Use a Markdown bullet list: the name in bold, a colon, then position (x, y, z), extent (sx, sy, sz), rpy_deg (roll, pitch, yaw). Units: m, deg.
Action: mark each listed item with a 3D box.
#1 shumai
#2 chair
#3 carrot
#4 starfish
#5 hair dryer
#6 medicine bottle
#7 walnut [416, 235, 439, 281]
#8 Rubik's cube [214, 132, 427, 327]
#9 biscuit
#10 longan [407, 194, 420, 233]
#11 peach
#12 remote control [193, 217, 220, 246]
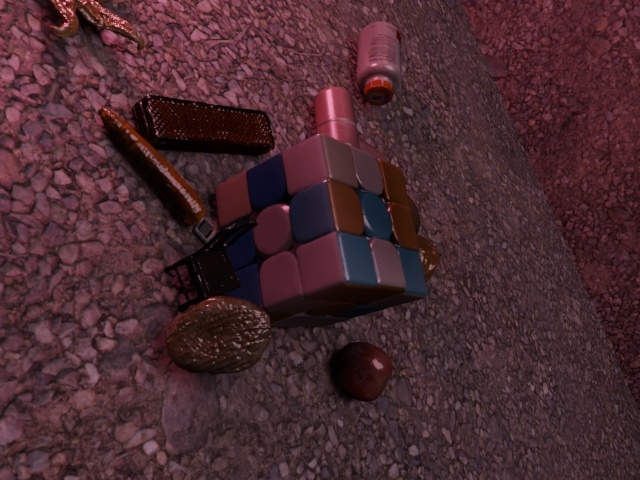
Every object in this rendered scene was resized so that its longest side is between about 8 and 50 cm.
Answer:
- **shumai**: position (-0.209, 0.199, 1.253), extent (0.209, 0.153, 0.161), rpy_deg (-17, 83, -13)
- **chair**: position (-0.211, 0.053, 1.266), extent (0.106, 0.229, 0.113), rpy_deg (-20, 85, -51)
- **carrot**: position (-0.368, -0.164, 1.329), extent (0.314, 0.066, 0.066), rpy_deg (51, 41, -15)
- **starfish**: position (-0.522, -0.558, 1.312), extent (0.327, 0.094, 0.375), rpy_deg (35, 41, -47)
- **hair dryer**: position (0.110, -0.318, 1.928), extent (0.352, 0.125, 0.210), rpy_deg (25, 53, -52)
- **medicine bottle**: position (0.205, -0.613, 2.127), extent (0.157, 0.157, 0.288), rpy_deg (29, 52, -38)
- **walnut**: position (0.303, 0.062, 1.923), extent (0.166, 0.149, 0.166), rpy_deg (-6, 90, -75)
- **Rubik's cube**: position (0.000, 0.000, 1.427), extent (0.344, 0.347, 0.346), rpy_deg (15, 59, -51)
- **biscuit**: position (-0.270, -0.272, 1.482), extent (0.388, 0.073, 0.107), rpy_deg (-6, 78, -49)
- **longan**: position (0.200, -0.062, 1.826), extent (0.220, 0.196, 0.196), rpy_deg (-5, 76, -43)
- **peach**: position (0.104, 0.331, 1.581), extent (0.152, 0.152, 0.152), rpy_deg (24, 55, -40)
- **remote control**: position (-0.244, 0.004, 1.417), extent (0.124, 0.018, 0.053), rpy_deg (51, 40, -19)
